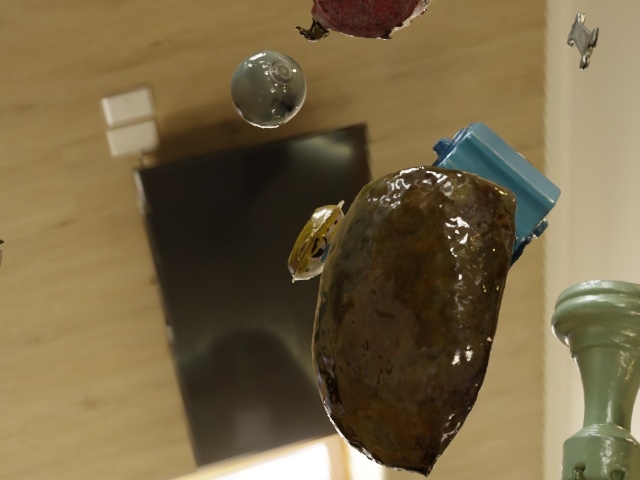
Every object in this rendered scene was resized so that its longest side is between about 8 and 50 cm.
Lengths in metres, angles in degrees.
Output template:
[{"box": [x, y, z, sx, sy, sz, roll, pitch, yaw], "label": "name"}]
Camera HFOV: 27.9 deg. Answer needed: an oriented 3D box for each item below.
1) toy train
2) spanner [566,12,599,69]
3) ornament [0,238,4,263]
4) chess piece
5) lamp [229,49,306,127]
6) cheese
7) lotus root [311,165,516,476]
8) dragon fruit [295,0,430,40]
[{"box": [0.163, 0.002, 1.672, 0.188, 0.300, 0.265, 41, 21, 2], "label": "toy train"}, {"box": [0.424, -0.328, 2.082, 0.302, 0.017, 0.071, -68, 174, -72], "label": "spanner"}, {"box": [-0.642, 0.030, 2.108, 0.106, 0.251, 0.260, 121, -30, -41], "label": "ornament"}, {"box": [0.428, 0.227, 1.905, 0.195, 0.194, 0.299, 102, -1, -66], "label": "chess piece"}, {"box": [-0.070, -0.203, 1.725, 0.105, 0.105, 0.105, 165, -90, -78], "label": "lamp"}, {"box": [0.000, 0.000, 2.108, 0.064, 0.157, 0.250, 32, 7, 3], "label": "cheese"}, {"box": [0.082, 0.078, 1.351, 0.210, 0.142, 0.314, -8, -115, 67], "label": "lotus root"}, {"box": [0.085, -0.430, 2.089, 0.282, 0.147, 0.211, -39, -92, 38], "label": "dragon fruit"}]
